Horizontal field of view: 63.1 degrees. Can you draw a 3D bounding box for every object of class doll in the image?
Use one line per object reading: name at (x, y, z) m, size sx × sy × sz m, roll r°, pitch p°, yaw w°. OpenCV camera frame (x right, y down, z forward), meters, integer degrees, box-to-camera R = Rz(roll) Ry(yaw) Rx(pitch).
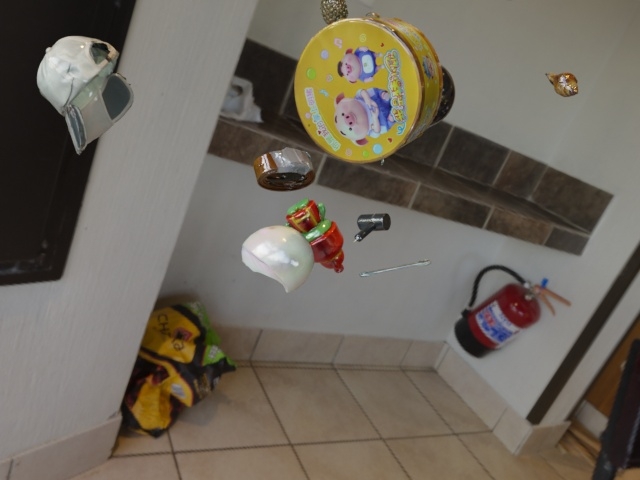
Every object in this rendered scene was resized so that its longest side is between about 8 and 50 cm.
doll at (0.000, -0.001, 2.130) m, size 0.363 × 0.182 × 0.160 m, roll 55°, pitch 6°, yaw -30°

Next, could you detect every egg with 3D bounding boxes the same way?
egg at (-0.128, 0.059, 1.853) m, size 0.271 × 0.206 × 0.162 m, roll 34°, pitch 0°, yaw -19°

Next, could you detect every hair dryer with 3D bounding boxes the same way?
hair dryer at (0.178, -0.041, 2.044) m, size 0.124 × 0.071 × 0.219 m, roll -3°, pitch 24°, yaw 35°

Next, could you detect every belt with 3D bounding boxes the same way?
belt at (-0.150, -0.295, 2.192) m, size 0.261 × 0.184 × 0.105 m, roll -3°, pitch 59°, yaw -22°

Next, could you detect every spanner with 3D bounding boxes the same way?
spanner at (0.307, 0.116, 2.160) m, size 0.302 × 0.017 × 0.071 m, roll -12°, pitch 6°, yaw 9°

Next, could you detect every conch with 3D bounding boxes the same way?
conch at (0.907, -0.590, 1.943) m, size 0.086 × 0.080 × 0.233 m, roll 46°, pitch 30°, yaw -14°

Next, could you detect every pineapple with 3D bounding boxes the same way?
pineapple at (0.038, -0.997, 2.087) m, size 0.125 × 0.125 × 0.251 m, roll 40°, pitch -16°, yaw 41°

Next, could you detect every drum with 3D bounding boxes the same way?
drum at (0.146, -0.460, 1.583) m, size 0.431 × 0.431 × 0.214 m, roll 30°, pitch 33°, yaw 18°

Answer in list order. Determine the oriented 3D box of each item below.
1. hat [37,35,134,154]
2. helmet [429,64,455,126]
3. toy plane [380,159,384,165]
hat at (-0.561, -0.341, 1.230) m, size 0.161 × 0.275 × 0.232 m, roll 18°, pitch 43°, yaw 7°
helmet at (0.354, -0.490, 1.736) m, size 0.230 × 0.160 × 0.279 m, roll 58°, pitch 45°, yaw -19°
toy plane at (0.248, -0.406, 1.882) m, size 0.088 × 0.262 × 0.192 m, roll 12°, pitch 35°, yaw -7°
